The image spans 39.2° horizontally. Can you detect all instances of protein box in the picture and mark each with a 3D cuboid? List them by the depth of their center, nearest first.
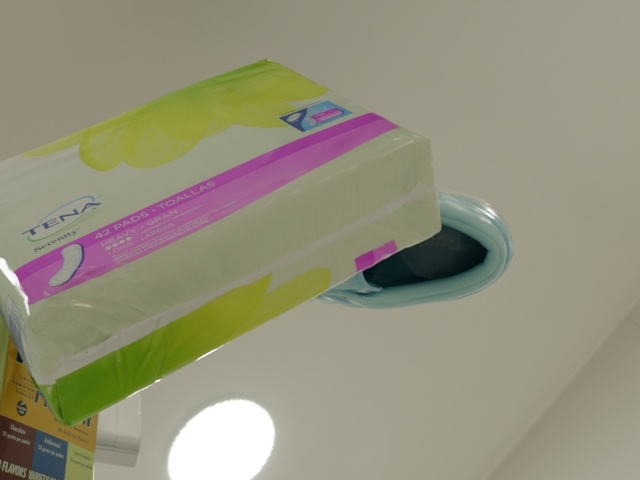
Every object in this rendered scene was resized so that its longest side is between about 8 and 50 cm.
[{"bbox_3d":[-0.313,0.132,0.779,0.201,0.199,0.136,-11,-29,17],"label":"protein box"}]

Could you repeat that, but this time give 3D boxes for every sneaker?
[{"bbox_3d":[0.000,0.000,0.844,0.366,0.150,0.135,-5,-86,4],"label":"sneaker"}]

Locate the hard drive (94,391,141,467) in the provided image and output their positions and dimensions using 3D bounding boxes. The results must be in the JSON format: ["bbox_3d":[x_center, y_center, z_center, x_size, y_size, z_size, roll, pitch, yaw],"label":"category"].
[{"bbox_3d":[-0.364,0.163,1.043,0.308,0.203,0.040,14,-66,-18],"label":"hard drive"}]

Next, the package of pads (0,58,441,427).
[{"bbox_3d":[-0.099,-0.023,0.655,0.297,0.229,0.101,-26,-55,-21],"label":"package of pads"}]
